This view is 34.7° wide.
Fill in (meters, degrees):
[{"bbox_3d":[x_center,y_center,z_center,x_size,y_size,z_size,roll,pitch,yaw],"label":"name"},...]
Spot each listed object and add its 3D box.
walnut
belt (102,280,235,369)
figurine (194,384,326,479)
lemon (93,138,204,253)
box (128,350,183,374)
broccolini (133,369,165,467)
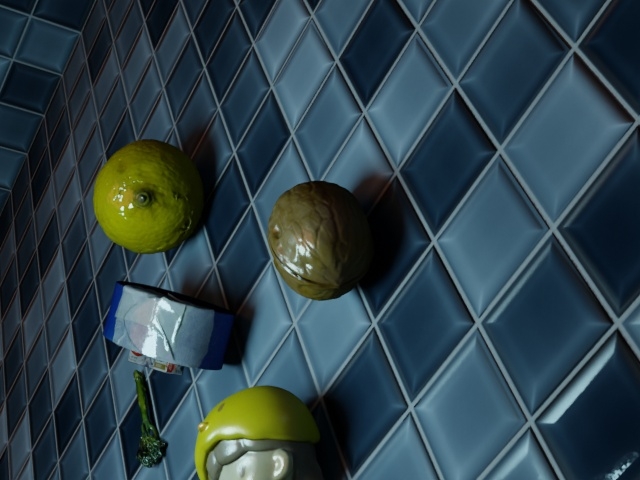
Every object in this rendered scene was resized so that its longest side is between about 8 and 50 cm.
[{"bbox_3d":[0.000,0.000,1.571,0.167,0.167,0.207,-57,33,28],"label":"walnut"},{"bbox_3d":[-0.290,0.153,1.933,0.347,0.212,0.117,12,86,64],"label":"belt"},{"bbox_3d":[-0.082,0.388,1.524,0.215,0.187,0.344,-35,54,36],"label":"figurine"},{"bbox_3d":[-0.354,-0.096,2.136,0.228,0.228,0.253,-52,17,33],"label":"lemon"},{"bbox_3d":[-0.345,0.242,2.152,0.218,0.039,0.055,3,81,59],"label":"box"},{"bbox_3d":[-0.359,0.371,2.141,0.254,0.071,0.058,-108,2,-53],"label":"broccolini"}]
